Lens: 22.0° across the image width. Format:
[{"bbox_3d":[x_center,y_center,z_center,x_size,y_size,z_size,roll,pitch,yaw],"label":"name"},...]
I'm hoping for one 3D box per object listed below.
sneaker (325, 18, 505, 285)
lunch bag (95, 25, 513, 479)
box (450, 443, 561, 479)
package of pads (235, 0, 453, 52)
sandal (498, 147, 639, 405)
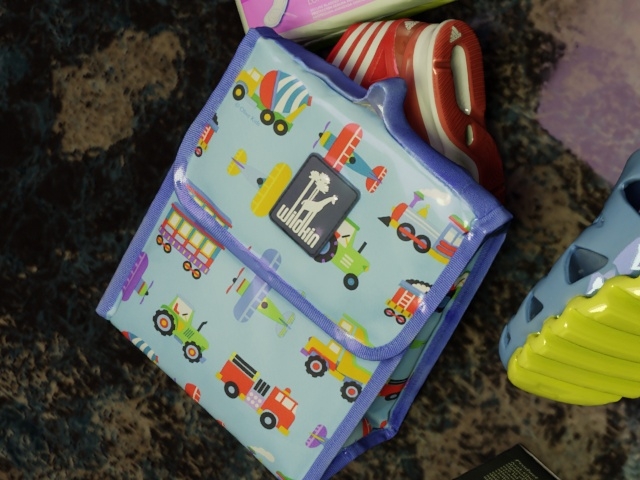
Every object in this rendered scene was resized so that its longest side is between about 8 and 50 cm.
[{"bbox_3d":[0.060,-0.063,1.217,0.128,0.087,0.221,13,117,36],"label":"sneaker"},{"bbox_3d":[0.000,0.000,1.182,0.221,0.138,0.293,41,128,16],"label":"lunch bag"},{"bbox_3d":[0.102,0.247,1.157,0.108,0.207,0.153,42,108,16],"label":"box"},{"bbox_3d":[0.053,-0.284,1.197,0.296,0.101,0.229,-17,87,24],"label":"package of pads"},{"bbox_3d":[0.242,-0.006,1.138,0.317,0.126,0.138,-45,39,28],"label":"sandal"}]
